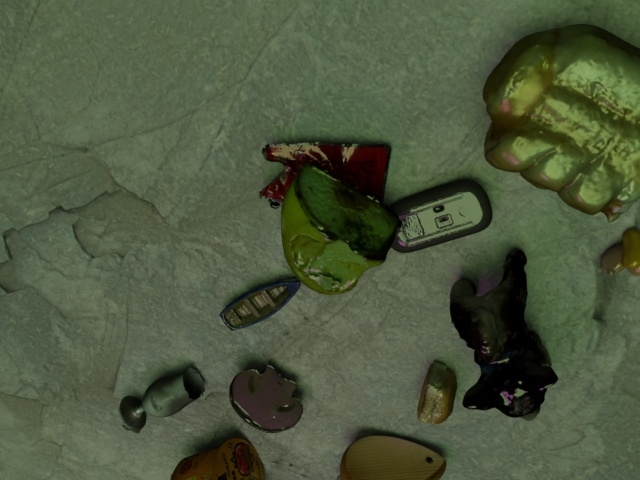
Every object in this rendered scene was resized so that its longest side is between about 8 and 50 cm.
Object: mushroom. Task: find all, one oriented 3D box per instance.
[{"bbox_3d":[-0.140,0.395,1.691,0.188,0.141,0.117,36,149,-3],"label":"mushroom"}]

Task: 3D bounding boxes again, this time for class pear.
[{"bbox_3d":[0.000,0.000,1.430,0.238,0.164,0.255,29,141,-10],"label":"pear"}]

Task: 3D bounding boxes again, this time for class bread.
[{"bbox_3d":[0.272,0.360,1.592,0.082,0.106,0.125,12,117,7],"label":"bread"},{"bbox_3d":[0.455,-0.226,1.248,0.341,0.210,0.300,23,104,2],"label":"bread"}]

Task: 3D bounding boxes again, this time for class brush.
[{"bbox_3d":[0.172,0.591,1.693,0.267,0.174,0.166,0,129,-7],"label":"brush"}]

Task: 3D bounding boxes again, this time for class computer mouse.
[{"bbox_3d":[0.243,-0.049,1.446,0.232,0.057,0.120,-19,98,22],"label":"computer mouse"}]

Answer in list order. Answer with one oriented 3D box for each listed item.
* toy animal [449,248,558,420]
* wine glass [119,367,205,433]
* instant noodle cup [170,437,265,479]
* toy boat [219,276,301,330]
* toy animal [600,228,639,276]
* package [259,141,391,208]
[{"bbox_3d":[0.373,0.233,1.410,0.194,0.302,0.344,-18,107,21],"label":"toy animal"},{"bbox_3d":[-0.405,0.404,1.754,0.222,0.103,0.103,-29,104,22],"label":"wine glass"},{"bbox_3d":[-0.271,0.631,1.777,0.172,0.216,0.215,-19,108,28],"label":"instant noodle cup"},{"bbox_3d":[-0.134,0.141,1.615,0.229,0.046,0.080,-31,103,21],"label":"toy boat"},{"bbox_3d":[0.632,0.042,1.394,0.082,0.091,0.114,31,115,-18],"label":"toy animal"},{"bbox_3d":[0.006,-0.127,1.461,0.269,0.071,0.194,10,129,3],"label":"package"}]
